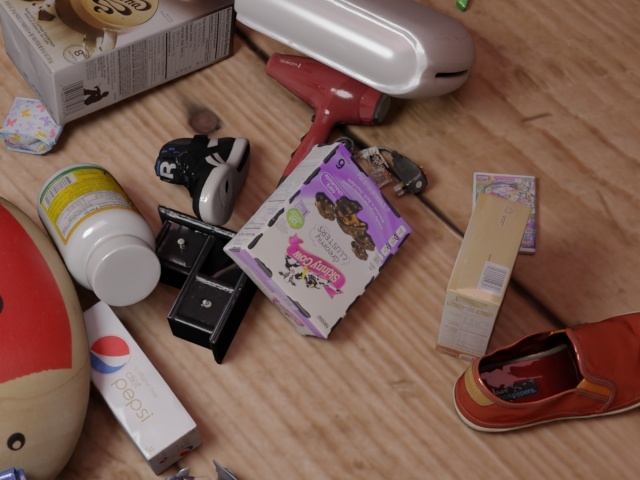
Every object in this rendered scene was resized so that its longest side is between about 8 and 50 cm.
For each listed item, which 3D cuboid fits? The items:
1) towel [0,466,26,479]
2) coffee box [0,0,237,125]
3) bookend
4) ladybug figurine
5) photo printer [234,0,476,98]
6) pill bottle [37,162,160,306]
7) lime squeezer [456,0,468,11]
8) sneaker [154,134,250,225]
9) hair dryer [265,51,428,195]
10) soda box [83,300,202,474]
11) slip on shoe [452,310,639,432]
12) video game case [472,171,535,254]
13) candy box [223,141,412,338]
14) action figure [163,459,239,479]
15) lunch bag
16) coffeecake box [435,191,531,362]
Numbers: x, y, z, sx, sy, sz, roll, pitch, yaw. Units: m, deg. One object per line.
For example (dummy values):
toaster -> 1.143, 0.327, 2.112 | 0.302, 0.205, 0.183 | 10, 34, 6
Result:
towel -> -0.378, 0.413, 1.167 | 0.209, 0.034, 0.285 | -19, 90, -10
coffee box -> -0.289, -0.309, 1.547 | 0.297, 0.119, 0.168 | -28, 64, -25
bookend -> -0.171, 0.055, 1.400 | 0.157, 0.072, 0.156 | 20, 64, 12
ladybug figurine -> -0.452, 0.107, 1.289 | 0.305, 0.162, 0.449 | -35, 67, 6
photo printer -> 0.066, -0.297, 1.502 | 0.307, 0.107, 0.256 | 29, 22, 16
pill bottle -> -0.281, -0.006, 1.370 | 0.117, 0.117, 0.208 | -28, 39, -14
lime squeezer -> 0.300, -0.493, 1.700 | 0.310, 0.059, 0.110 | -39, 67, -19
sneaker -> -0.173, -0.081, 1.438 | 0.121, 0.079, 0.217 | 4, 24, 8
hair dryer -> 0.002, -0.161, 1.510 | 0.223, 0.080, 0.293 | -20, 63, -9
soda box -> -0.239, 0.181, 1.334 | 0.074, 0.069, 0.216 | -34, 66, -16
slip on shoe -> 0.326, 0.154, 1.324 | 0.331, 0.101, 0.123 | -13, 60, -8
video game case -> 0.254, -0.038, 1.479 | 0.087, 0.011, 0.122 | 4, 62, 3
candy box -> 0.000, 0.000, 1.379 | 0.165, 0.070, 0.196 | 49, 67, -22
action figure -> -0.164, 0.323, 1.198 | 0.285, 0.099, 0.185 | 5, 11, -38
lunch bag -> -0.408, -0.162, 1.533 | 0.083, 0.053, 0.071 | 7, 59, 15
coffeecake box -> 0.201, 0.051, 1.332 | 0.068, 0.185, 0.142 | 17, 64, 10
